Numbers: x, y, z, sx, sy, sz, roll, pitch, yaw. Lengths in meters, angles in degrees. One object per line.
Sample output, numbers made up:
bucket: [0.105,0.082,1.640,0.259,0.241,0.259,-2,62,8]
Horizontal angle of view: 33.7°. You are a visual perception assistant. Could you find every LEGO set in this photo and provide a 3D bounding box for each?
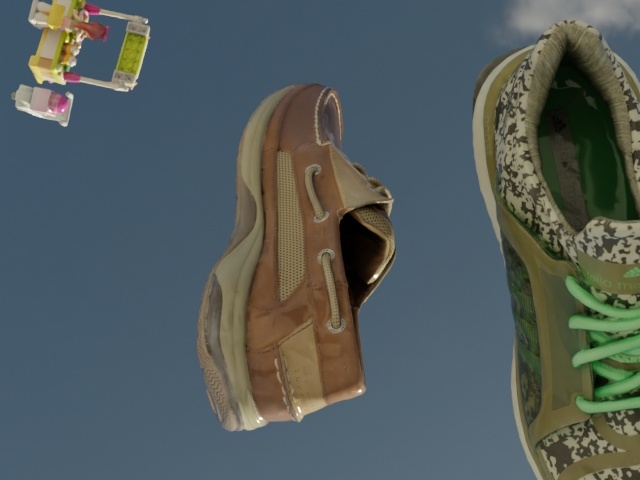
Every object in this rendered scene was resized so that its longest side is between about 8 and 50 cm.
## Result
LEGO set: [-0.230,-0.258,1.085,0.107,0.132,0.287,12,-84,1]

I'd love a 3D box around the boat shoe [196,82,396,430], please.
boat shoe: [0.000,0.000,0.762,0.116,0.123,0.324,-5,-135,13]

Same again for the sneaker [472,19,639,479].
sneaker: [0.186,0.039,0.691,0.158,0.182,0.411,-17,-102,8]
